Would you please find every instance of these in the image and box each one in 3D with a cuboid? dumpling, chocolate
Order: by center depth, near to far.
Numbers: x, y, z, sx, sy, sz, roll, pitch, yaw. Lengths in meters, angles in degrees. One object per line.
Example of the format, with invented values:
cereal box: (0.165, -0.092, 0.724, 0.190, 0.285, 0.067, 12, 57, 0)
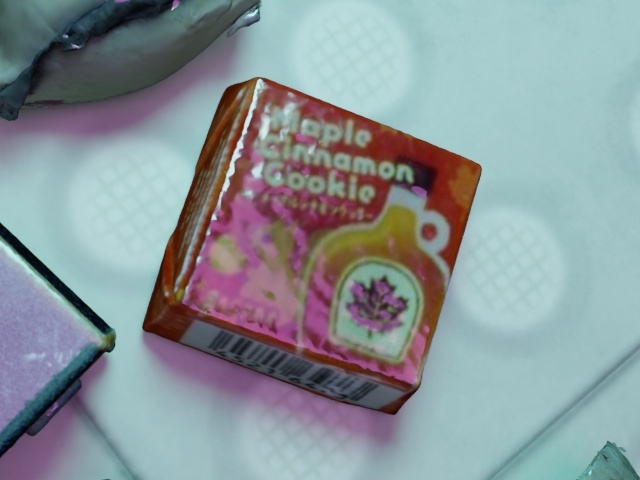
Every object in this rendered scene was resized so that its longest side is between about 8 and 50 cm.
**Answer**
dumpling: (-0.181, -0.218, 0.839, 0.293, 0.163, 0.204, -21, 97, -3)
chocolate: (0.000, 0.000, 0.878, 0.238, 0.108, 0.234, 21, 75, -8)

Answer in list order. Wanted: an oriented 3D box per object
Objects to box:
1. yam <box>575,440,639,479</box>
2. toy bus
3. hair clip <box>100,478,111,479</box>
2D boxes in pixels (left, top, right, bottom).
yam: (0.255, 0.307, 0.862, 0.154, 0.154, 0.254, -35, 84, -17)
toy bus: (-0.304, 0.135, 0.734, 0.162, 0.194, 0.323, 45, 73, -5)
hair clip: (-0.212, 0.352, 0.788, 0.096, 0.110, 0.358, 16, 79, 30)
